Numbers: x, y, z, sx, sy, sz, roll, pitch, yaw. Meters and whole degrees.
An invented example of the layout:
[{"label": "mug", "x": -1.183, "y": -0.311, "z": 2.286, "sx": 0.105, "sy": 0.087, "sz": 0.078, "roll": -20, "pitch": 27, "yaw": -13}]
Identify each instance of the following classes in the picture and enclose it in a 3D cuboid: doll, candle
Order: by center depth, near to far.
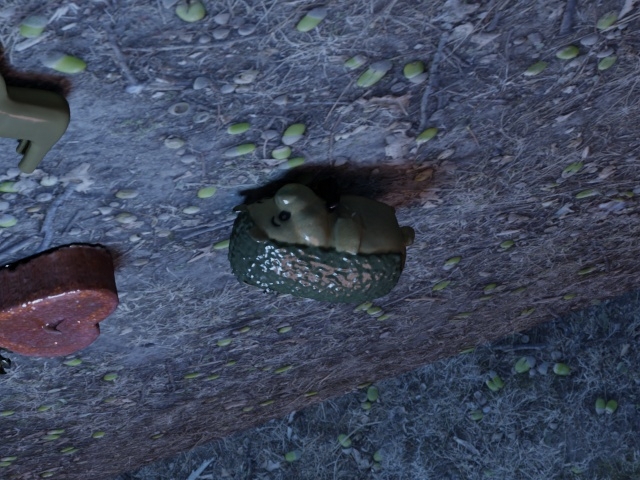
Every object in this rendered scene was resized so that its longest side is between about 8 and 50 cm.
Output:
[{"label": "doll", "x": 0.000, "y": 0.000, "z": 2.001, "sx": 0.349, "sy": 0.247, "sz": 0.247, "roll": 0, "pitch": 152, "yaw": -20}, {"label": "candle", "x": -0.543, "y": 0.132, "z": 2.042, "sx": 0.287, "sy": 0.131, "sz": 0.317, "roll": 3, "pitch": 149, "yaw": -31}]

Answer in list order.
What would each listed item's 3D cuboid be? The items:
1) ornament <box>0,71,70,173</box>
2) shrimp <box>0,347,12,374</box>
[{"label": "ornament", "x": -0.462, "y": -0.184, "z": 1.475, "sx": 0.230, "sy": 0.061, "sz": 0.245, "roll": 6, "pitch": 150, "yaw": -37}, {"label": "shrimp", "x": -0.783, "y": 0.208, "z": 2.114, "sx": 0.272, "sy": 0.085, "sz": 0.445, "roll": -16, "pitch": 154, "yaw": 13}]
